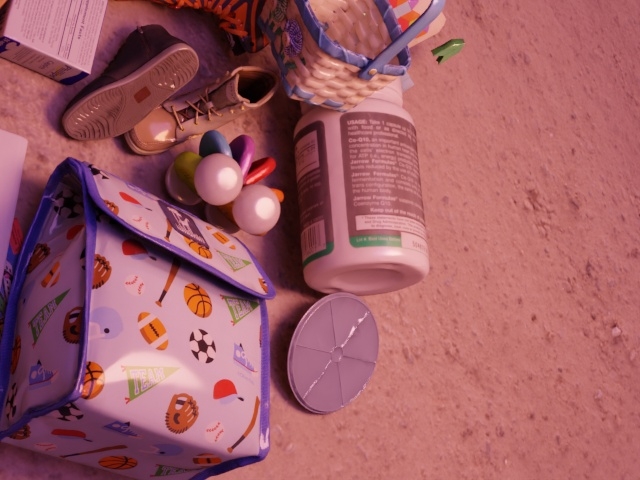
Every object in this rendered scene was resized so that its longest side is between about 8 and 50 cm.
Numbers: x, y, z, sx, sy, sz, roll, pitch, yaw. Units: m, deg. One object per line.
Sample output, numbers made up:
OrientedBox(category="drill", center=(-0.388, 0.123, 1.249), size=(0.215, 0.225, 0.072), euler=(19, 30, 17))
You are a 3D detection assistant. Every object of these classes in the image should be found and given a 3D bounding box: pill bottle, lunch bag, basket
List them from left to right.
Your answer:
OrientedBox(category="lunch bag", center=(-0.237, 0.102, 1.501), size=(0.328, 0.239, 0.385), euler=(29, 47, -38))
OrientedBox(category="basket", center=(0.048, -0.346, 1.647), size=(0.201, 0.289, 0.254), euler=(13, 45, -42))
OrientedBox(category="pill bottle", center=(0.062, -0.106, 1.807), size=(0.204, 0.204, 0.361), euler=(11, 67, -37))

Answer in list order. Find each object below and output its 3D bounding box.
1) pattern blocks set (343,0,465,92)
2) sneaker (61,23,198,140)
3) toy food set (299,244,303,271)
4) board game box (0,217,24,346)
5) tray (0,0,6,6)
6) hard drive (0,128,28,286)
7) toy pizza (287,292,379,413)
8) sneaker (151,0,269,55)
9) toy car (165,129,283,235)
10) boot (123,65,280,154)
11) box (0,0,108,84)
OrientedBox(category="pattern blocks set", center=(0.127, -0.400, 1.915), size=(0.325, 0.285, 0.026), euler=(39, 19, -40))
OrientedBox(category="sneaker", center=(-0.296, -0.234, 1.648), size=(0.222, 0.118, 0.083), euler=(-33, 133, -13))
OrientedBox(category="toy food set", center=(0.000, 0.000, 1.863), size=(0.078, 0.019, 0.122), euler=(22, 67, -34))
OrientedBox(category="board game box", center=(-0.432, 0.122, 1.482), size=(0.145, 0.027, 0.281), euler=(-19, 92, -39))
OrientedBox(category="tray", center=(-0.611, -0.383, 1.391), size=(0.411, 0.076, 0.203), euler=(40, 57, -18))
OrientedBox(category="hard drive", center=(-0.500, -0.021, 1.418), size=(0.203, 0.040, 0.307), euler=(19, 62, -30))
OrientedBox(category="toy pizza", center=(0.017, 0.182, 1.806), size=(0.201, 0.032, 0.201), euler=(-10, 105, -41))
OrientedBox(category="sneaker", center=(-0.172, -0.370, 1.739), size=(0.321, 0.124, 0.180), euler=(-15, 115, -19))
OrientedBox(category="toy car", center=(-0.133, -0.093, 1.674), size=(0.182, 0.159, 0.136), euler=(39, 72, -26))
OrientedBox(category="boot", center=(-0.178, -0.200, 1.667), size=(0.213, 0.165, 0.077), euler=(-26, 97, -41))
OrientedBox(category="box", center=(-0.390, -0.308, 1.581), size=(0.137, 0.072, 0.126), euler=(22, 67, -33))
